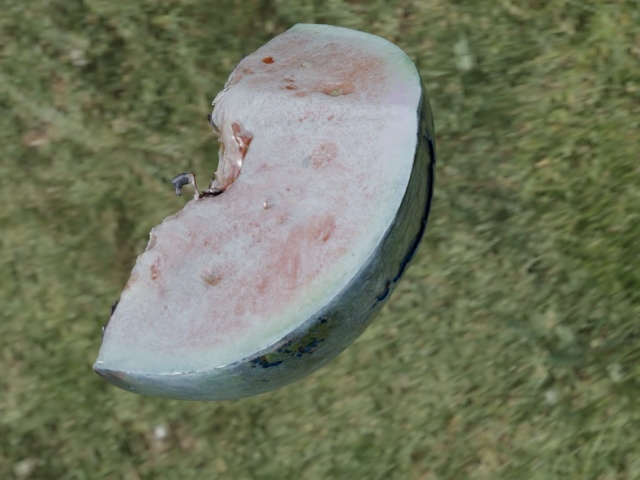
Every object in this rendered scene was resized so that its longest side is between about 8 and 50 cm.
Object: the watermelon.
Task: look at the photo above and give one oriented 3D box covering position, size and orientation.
[{"bbox_3d":[0.002,0.003,1.354,0.188,0.175,0.322,13,67,30],"label":"watermelon"}]
